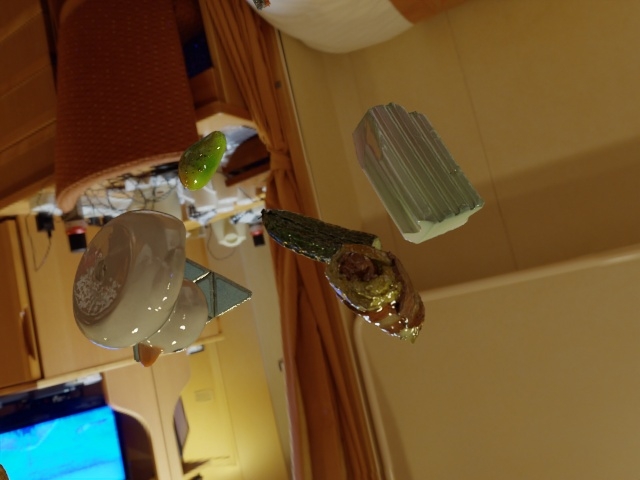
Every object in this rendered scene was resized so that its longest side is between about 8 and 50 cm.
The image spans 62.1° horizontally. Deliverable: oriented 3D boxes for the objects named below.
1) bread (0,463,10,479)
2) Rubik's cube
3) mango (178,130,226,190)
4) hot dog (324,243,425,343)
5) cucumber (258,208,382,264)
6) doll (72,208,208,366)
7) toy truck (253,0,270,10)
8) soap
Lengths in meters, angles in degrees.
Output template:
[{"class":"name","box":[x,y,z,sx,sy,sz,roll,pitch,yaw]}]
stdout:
[{"class":"bread","box":[-0.779,0.626,1.152,0.210,0.235,0.099,-22,151,-6]},{"class":"Rubik's cube","box":[-0.330,0.107,1.220,0.228,0.229,0.233,-12,154,-36]},{"class":"mango","box":[-0.409,-0.280,1.829,0.233,0.111,0.125,-56,150,13]},{"class":"hot dog","box":[0.099,0.076,0.815,0.103,0.146,0.213,-51,139,4]},{"class":"cucumber","box":[-0.001,0.001,0.957,0.265,0.077,0.077,16,-174,23]},{"class":"doll","box":[-0.271,0.080,0.870,0.221,0.251,0.221,9,171,2]},{"class":"toy truck","box":[-0.116,-0.445,0.928,0.032,0.083,0.024,-29,-165,-3]},{"class":"soap","box":[0.229,-0.180,1.345,0.208,0.347,0.115,-20,162,-30]}]
